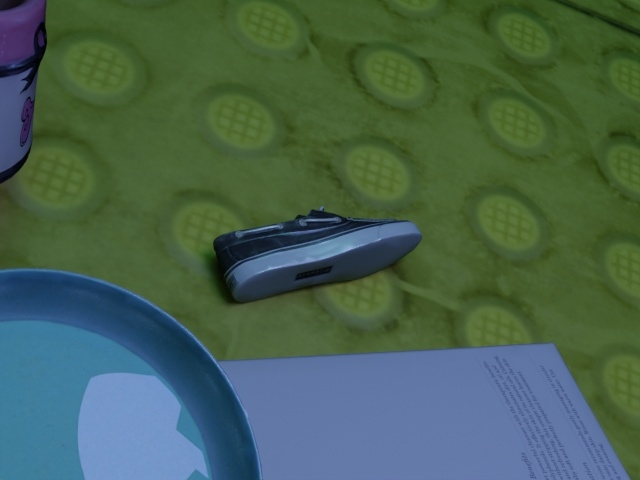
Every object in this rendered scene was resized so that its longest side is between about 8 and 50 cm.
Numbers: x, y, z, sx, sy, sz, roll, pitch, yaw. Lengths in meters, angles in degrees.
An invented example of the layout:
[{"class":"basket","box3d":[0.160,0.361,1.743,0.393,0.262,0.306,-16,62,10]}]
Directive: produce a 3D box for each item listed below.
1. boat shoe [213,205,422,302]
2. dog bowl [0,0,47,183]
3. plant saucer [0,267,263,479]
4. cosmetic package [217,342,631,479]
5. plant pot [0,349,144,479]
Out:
[{"class":"boat shoe","box3d":[0.000,0.000,1.285,0.219,0.078,0.070,-11,62,-29]},{"class":"dog bowl","box3d":[-0.417,-0.207,1.092,0.408,0.150,0.408,24,23,-11]},{"class":"plant saucer","box3d":[-0.196,0.174,0.883,0.317,0.044,0.318,8,64,-17]},{"class":"cosmetic package","box3d":[0.059,0.207,1.089,0.365,0.155,0.197,0,45,-24]},{"class":"plant pot","box3d":[-0.232,0.225,0.959,0.165,0.166,0.234,12,58,-16]}]
